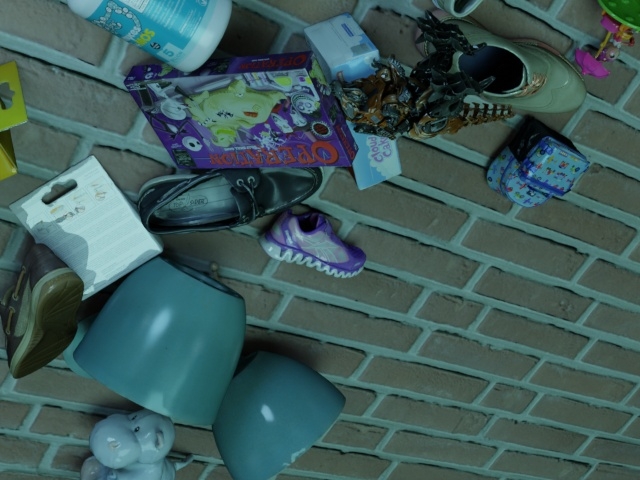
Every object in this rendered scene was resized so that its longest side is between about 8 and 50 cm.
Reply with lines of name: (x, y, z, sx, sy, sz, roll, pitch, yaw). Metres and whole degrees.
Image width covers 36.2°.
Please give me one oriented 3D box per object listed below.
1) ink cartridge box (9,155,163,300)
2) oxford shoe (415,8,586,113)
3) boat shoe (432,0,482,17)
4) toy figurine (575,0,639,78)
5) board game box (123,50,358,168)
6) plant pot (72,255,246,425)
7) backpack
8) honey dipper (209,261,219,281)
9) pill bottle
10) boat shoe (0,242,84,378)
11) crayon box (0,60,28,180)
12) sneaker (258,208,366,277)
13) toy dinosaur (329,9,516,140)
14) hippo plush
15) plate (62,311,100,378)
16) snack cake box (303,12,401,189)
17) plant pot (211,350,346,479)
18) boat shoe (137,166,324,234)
ink cartridge box: (-0.417, -0.027, 1.762, 0.181, 0.056, 0.224, -31, 114, 2)
oxford shoe: (0.355, -0.296, 1.801, 0.397, 0.146, 0.140, 12, 120, -31)
boat shoe: (0.305, -0.505, 1.649, 0.109, 0.094, 0.302, 20, 116, -34)
toy figurine: (0.557, -0.385, 1.867, 0.173, 0.130, 0.159, -22, 152, -39)
board game box: (-0.130, -0.204, 1.592, 0.347, 0.056, 0.208, 1, 144, 29)
plant pot: (-0.273, 0.169, 1.821, 0.293, 0.293, 0.235, 27, 89, -37)
backpack: (0.432, -0.140, 1.983, 0.158, 0.117, 0.173, 24, 117, -35)
honey dipper: (-0.202, 0.108, 1.964, 0.031, 0.030, 0.160, -13, 127, -14)
pill bottle: (-0.275, -0.371, 1.461, 0.264, 0.146, 0.146, 26, 113, -28)
boat shoe: (-0.524, 0.129, 1.790, 0.123, 0.123, 0.342, -27, 159, -36)
crayon box: (-0.584, -0.139, 1.483, 0.319, 0.202, 0.081, -24, 132, -3)
sneaker: (0.000, 0.000, 1.927, 0.236, 0.095, 0.104, 16, 111, -31)
toy dinosaur: (0.166, -0.239, 1.593, 0.322, 0.164, 0.218, -16, 156, -32)
hippo plush: (-0.373, 0.479, 2.046, 0.294, 0.234, 0.236, -3, 128, -21)
plate: (-0.418, 0.216, 1.958, 0.188, 0.024, 0.188, -12, 131, -15)
snack cake box: (0.059, -0.241, 1.714, 0.089, 0.152, 0.264, -22, 132, -7)
plant pot: (-0.120, 0.348, 2.056, 0.290, 0.290, 0.195, -38, 96, 8)
boat shoe: (-0.159, -0.075, 1.726, 0.340, 0.113, 0.127, -6, 119, 1)
